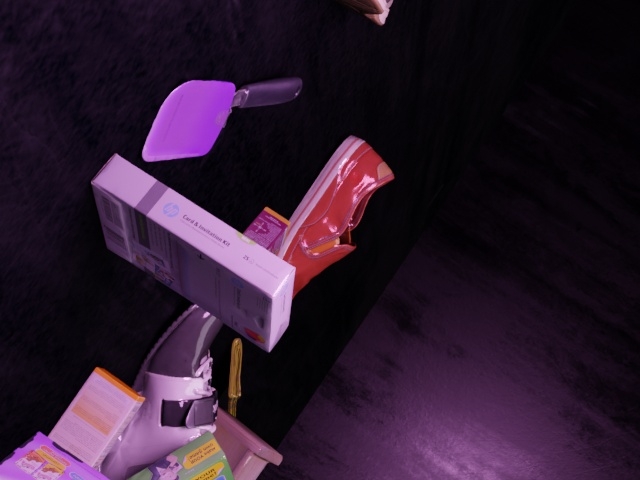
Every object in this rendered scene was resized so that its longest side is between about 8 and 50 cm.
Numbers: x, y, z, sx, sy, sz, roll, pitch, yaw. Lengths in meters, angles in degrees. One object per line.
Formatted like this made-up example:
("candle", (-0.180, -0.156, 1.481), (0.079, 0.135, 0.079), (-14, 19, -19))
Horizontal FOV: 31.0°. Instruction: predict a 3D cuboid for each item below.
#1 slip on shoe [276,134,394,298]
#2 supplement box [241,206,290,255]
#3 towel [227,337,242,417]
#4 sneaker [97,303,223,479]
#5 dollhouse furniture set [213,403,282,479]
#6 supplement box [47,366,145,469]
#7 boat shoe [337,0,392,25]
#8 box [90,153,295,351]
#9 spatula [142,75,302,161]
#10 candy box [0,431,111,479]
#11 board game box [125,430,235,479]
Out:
("slip on shoe", (0.000, 0.000, 1.776), (0.331, 0.101, 0.123), (-57, 172, 12))
("supplement box", (-0.083, 0.005, 1.551), (0.083, 0.043, 0.055), (-51, 169, -36))
("towel", (-0.146, 0.253, 1.969), (0.237, 0.021, 0.102), (102, -8, -65))
("sneaker", (-0.177, 0.222, 1.495), (0.330, 0.146, 0.122), (-61, 169, 14))
("dollhouse furniture set", (-0.124, 0.464, 1.963), (0.256, 0.362, 0.394), (-55, 140, -4))
("supplement box", (-0.251, 0.200, 1.292), (0.098, 0.062, 0.036), (-55, 172, -6))
("boat shoe", (0.047, -0.278, 1.204), (0.073, 0.080, 0.223), (-64, 175, 6))
("box", (-0.111, 0.015, 1.018), (0.038, 0.186, 0.145), (-53, 169, -21))
("spatula", (-0.081, -0.136, 1.142), (0.084, 0.030, 0.296), (-64, 168, 24))
("candy box", (-0.283, 0.302, 1.153), (0.196, 0.165, 0.070), (-38, 157, -60))
("board game box", (-0.246, 0.378, 1.428), (0.317, 0.046, 0.213), (-29, 147, -14))
